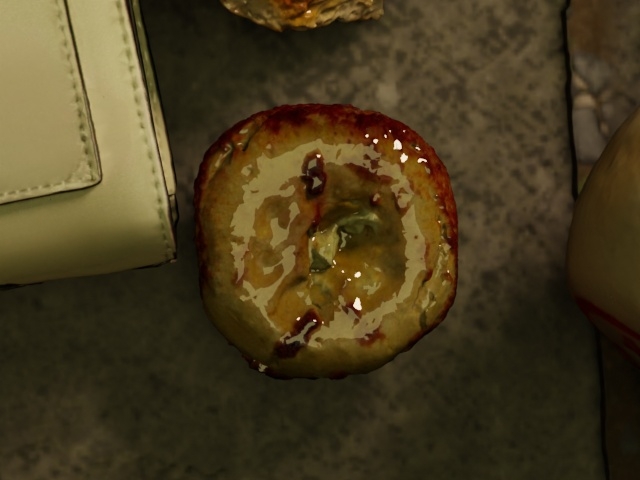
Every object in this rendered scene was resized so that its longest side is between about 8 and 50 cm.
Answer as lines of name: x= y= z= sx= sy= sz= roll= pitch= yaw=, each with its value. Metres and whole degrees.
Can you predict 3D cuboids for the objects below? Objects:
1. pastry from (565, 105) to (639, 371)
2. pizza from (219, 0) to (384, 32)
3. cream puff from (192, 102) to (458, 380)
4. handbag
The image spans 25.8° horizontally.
pastry: x=0.229 y=0.036 z=0.657 sx=0.265 sy=0.265 sz=0.133 roll=39 pitch=87 yaw=-5
pizza: x=-0.042 y=-0.175 z=0.696 sx=0.182 sy=0.062 sz=0.161 roll=52 pitch=46 yaw=-2
cream puff: x=0.000 y=0.000 z=0.724 sx=0.149 sy=0.084 sz=0.149 roll=0 pitch=94 yaw=-4
handbag: x=-0.260 y=-0.070 z=0.662 sx=0.358 sy=0.160 sz=0.237 roll=-11 pitch=97 yaw=-5
